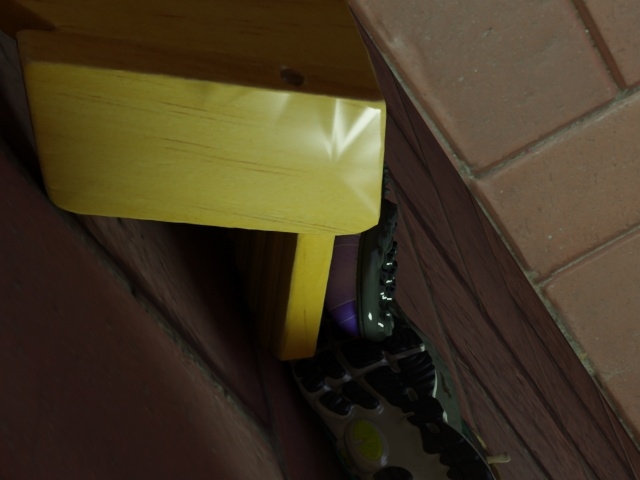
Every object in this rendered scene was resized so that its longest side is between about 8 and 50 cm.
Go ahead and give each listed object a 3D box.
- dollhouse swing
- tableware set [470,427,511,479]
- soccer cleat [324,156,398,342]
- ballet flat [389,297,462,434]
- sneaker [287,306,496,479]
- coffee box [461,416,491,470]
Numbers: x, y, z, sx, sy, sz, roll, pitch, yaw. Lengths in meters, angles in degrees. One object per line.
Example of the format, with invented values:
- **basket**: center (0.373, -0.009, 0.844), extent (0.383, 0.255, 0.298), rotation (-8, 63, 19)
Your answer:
- **dollhouse swing**: center (-0.132, -0.109, 1.155), extent (0.315, 0.305, 0.347), rotation (4, 45, -26)
- **tableware set**: center (0.147, 0.189, 1.754), extent (0.194, 0.039, 0.128), rotation (57, 11, -21)
- **soccer cleat**: center (0.000, 0.000, 1.327), extent (0.318, 0.116, 0.109), rotation (-93, -175, -72)
- **ballet flat**: center (0.054, 0.097, 1.519), extent (0.250, 0.058, 0.084), rotation (61, 40, -15)
- **sneaker**: center (0.044, 0.156, 1.273), extent (0.110, 0.107, 0.275), rotation (94, -21, -43)
- **coffee box**: center (0.138, 0.234, 1.591), extent (0.113, 0.040, 0.184), rotation (54, 13, -37)
